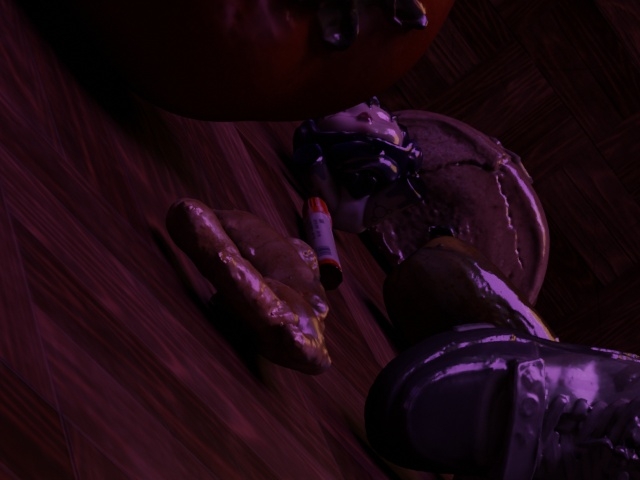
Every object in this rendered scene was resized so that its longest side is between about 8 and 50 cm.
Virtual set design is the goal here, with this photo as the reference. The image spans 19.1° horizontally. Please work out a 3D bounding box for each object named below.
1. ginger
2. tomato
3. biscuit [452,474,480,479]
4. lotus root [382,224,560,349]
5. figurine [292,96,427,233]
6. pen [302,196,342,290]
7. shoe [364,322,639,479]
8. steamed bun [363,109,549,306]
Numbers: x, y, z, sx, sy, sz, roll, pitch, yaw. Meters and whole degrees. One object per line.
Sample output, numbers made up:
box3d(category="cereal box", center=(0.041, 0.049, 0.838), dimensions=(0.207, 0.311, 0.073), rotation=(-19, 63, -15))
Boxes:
box3d(category="ginger", center=(-0.038, 0.028, 1.202), dimensions=(0.193, 0.052, 0.176), rotation=(32, 19, -50))
box3d(category="tomato", center=(-0.060, -0.242, 1.375), dimensions=(0.321, 0.321, 0.321), rotation=(52, 6, -8))
box3d(category="biscuit", center=(0.205, 0.238, 1.331), dimensions=(0.144, 0.078, 0.426), rotation=(7, 17, -13))
box3d(category="lotus root", center=(0.156, 0.101, 1.832), dimensions=(0.241, 0.124, 0.123), rotation=(51, 6, 1))
box3d(category="figurine", center=(0.041, -0.079, 2.035), dimensions=(0.145, 0.145, 0.222), rotation=(51, 16, -17))
box3d(category="pen", center=(0.000, 0.000, 1.707), dimensions=(0.028, 0.028, 0.239), rotation=(51, 7, -14))
box3d(category="shoe", center=(0.182, 0.130, 1.333), dimensions=(0.293, 0.109, 0.149), rotation=(3, 11, -38))
box3d(category="steamed bun", center=(0.162, -0.033, 2.261), dimensions=(0.301, 0.199, 0.251), rotation=(53, 6, 9))
